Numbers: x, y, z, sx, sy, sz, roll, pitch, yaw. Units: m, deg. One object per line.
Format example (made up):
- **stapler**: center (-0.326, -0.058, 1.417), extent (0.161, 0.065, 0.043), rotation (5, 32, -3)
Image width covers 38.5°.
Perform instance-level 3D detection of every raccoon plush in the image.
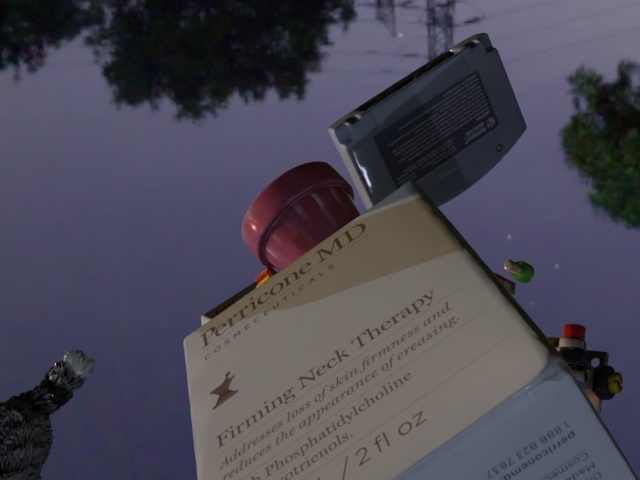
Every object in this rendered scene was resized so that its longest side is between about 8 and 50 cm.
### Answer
- **raccoon plush**: center (-0.626, 0.470, 1.964), extent (0.446, 0.216, 0.299), rotation (-49, -124, 5)

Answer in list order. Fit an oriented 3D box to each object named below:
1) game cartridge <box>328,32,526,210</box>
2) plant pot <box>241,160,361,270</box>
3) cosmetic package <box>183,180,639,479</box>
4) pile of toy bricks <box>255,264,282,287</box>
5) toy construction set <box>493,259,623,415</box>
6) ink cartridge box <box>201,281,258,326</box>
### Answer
- **game cartridge**: center (0.170, -0.157, 1.383), extent (0.294, 0.196, 0.060), rotation (-33, -160, -16)
- **plant pot**: center (0.000, 0.000, 1.523), extent (0.201, 0.201, 0.180), rotation (-22, -122, -33)
- **cosmetic package**: center (0.094, 0.213, 0.914), extent (0.329, 0.327, 0.394), rotation (-35, -154, 4)
- **pile of toy bricks**: center (-0.031, 0.147, 1.282), extent (0.118, 0.212, 0.105), rotation (-44, -173, 38)
- **toy construction set**: center (0.374, 0.193, 1.575), extent (0.257, 0.237, 0.309), rotation (-33, -127, 31)
- **ink cartridge box**: center (-0.068, 0.197, 1.843), extent (0.289, 0.121, 0.211), rotation (20, -143, 37)
